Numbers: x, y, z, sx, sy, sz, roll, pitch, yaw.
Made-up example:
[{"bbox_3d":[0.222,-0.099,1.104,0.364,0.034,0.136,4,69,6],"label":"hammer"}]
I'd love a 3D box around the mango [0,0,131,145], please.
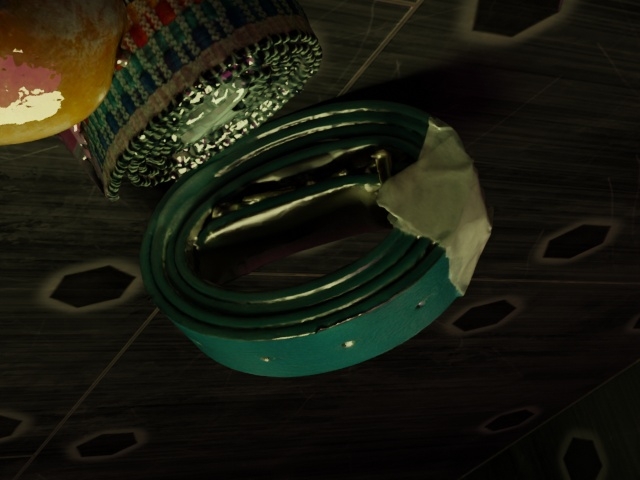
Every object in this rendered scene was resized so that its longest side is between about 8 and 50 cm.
[{"bbox_3d":[-0.360,-0.192,1.094,0.384,0.221,0.199,6,179,-2],"label":"mango"}]

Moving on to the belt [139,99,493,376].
[{"bbox_3d":[-0.001,0.001,1.567,0.437,0.300,0.173,-22,153,9],"label":"belt"}]

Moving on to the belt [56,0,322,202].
[{"bbox_3d":[-0.143,-0.185,1.290,0.207,0.160,0.295,-19,166,-47],"label":"belt"}]
